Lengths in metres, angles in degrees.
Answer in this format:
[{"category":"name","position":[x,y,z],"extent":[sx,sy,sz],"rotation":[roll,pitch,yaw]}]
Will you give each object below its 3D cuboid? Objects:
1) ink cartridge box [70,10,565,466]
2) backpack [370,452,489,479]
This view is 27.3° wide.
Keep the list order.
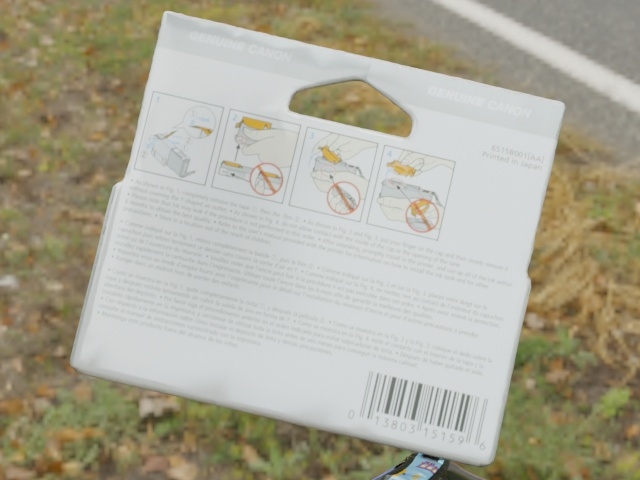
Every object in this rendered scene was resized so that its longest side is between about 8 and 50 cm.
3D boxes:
[{"category":"ink cartridge box","position":[0.000,0.000,0.859],"extent":[0.275,0.239,0.060],"rotation":[13,-7,1]},{"category":"backpack","position":[0.073,0.229,0.908],"extent":[0.158,0.117,0.173],"rotation":[23,23,37]}]
